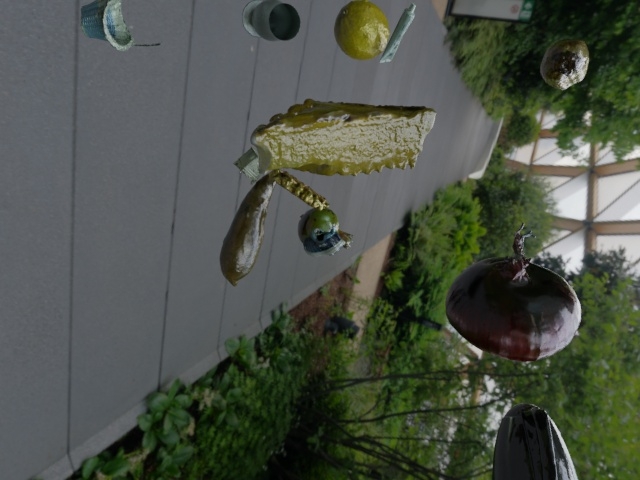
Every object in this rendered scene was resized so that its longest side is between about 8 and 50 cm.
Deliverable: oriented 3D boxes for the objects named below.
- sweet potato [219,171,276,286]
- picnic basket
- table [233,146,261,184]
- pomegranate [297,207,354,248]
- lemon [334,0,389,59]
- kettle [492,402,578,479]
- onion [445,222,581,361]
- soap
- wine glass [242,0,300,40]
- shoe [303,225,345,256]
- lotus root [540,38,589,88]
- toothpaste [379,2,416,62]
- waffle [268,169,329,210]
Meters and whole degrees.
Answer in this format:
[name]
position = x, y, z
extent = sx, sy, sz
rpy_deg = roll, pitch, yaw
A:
[sweet potato]
position = -0.237, -0.050, 1.415
extent = 0.423, 0.130, 0.130
rpy_deg = -71, 161, -1
[picnic basket]
position = -0.237, -0.262, 0.500
extent = 0.083, 0.083, 0.065
rpy_deg = -99, -173, -48
[table]
position = -0.226, -0.244, 1.391
extent = 0.083, 0.062, 0.079
rpy_deg = -39, 142, 5
[pomegranate]
position = 0.015, -0.032, 1.473
extent = 0.159, 0.204, 0.159
rpy_deg = -59, 167, -22
[lemon]
position = 0.150, -0.768, 1.552
extent = 0.231, 0.192, 0.193
rpy_deg = 12, 95, -45
[kettle]
position = 0.522, 0.548, 1.062
extent = 0.250, 0.207, 0.271
rpy_deg = 30, 54, -36
[onion]
position = 0.414, 0.118, 0.921
extent = 0.273, 0.272, 0.285
rpy_deg = -45, 137, -53
[soap]
position = 0.064, -0.222, 0.968
extent = 0.304, 0.338, 0.170
rpy_deg = -49, 144, -48
[wine glass]
position = -0.121, -0.536, 1.031
extent = 0.092, 0.202, 0.093
rpy_deg = -13, 123, -20
[shoe]
position = 0.000, 0.000, 1.123
extent = 0.064, 0.142, 0.071
rpy_deg = -38, 111, -33
[lotus root]
position = 0.626, -0.449, 1.086
extent = 0.258, 0.110, 0.097
rpy_deg = -9, 73, -58
[toothpaste]
position = 0.270, -0.713, 1.466
extent = 0.064, 0.041, 0.218
rpy_deg = -25, 159, -34
[waffle]
position = -0.057, -0.136, 1.120
extent = 0.038, 0.191, 0.191
rpy_deg = -55, 162, 8
